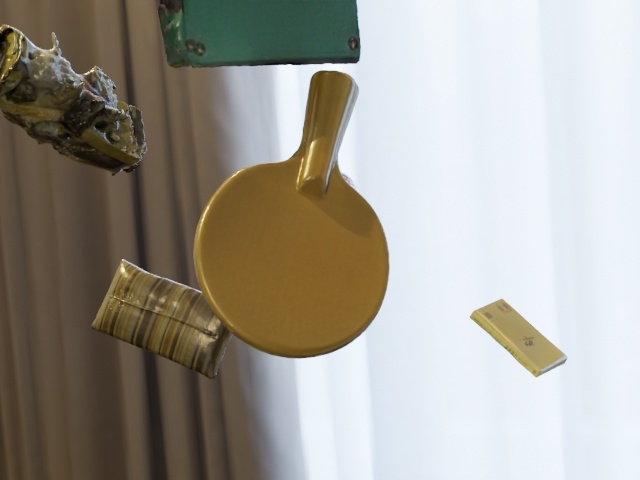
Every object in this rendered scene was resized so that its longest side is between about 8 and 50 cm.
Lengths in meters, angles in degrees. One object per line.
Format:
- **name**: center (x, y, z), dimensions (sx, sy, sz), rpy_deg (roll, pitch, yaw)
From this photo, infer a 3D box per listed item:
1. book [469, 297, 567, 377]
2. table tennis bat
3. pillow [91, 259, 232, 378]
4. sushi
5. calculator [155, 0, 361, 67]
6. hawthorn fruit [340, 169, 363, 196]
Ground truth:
- **book**: center (0.236, 0.116, 1.741), dimensions (0.111, 0.014, 0.077), rpy_deg (43, 31, 20)
- **table tennis bat**: center (-0.014, -0.033, 1.454), dimensions (0.198, 0.321, 0.050), rpy_deg (18, -26, -10)
- **pillow**: center (-0.218, 0.111, 2.069), dimensions (0.203, 0.113, 0.038), rpy_deg (20, -10, 16)
- **sushi**: center (-0.348, -0.202, 1.974), dimensions (0.131, 0.139, 0.291), rpy_deg (-30, -37, 27)
- **calculator**: center (-0.070, -0.310, 1.528), dimensions (0.248, 0.274, 0.058), rpy_deg (-11, 5, -34)
- **hawthorn fruit**: center (0.000, 0.000, 2.037), dimensions (0.179, 0.200, 0.179), rpy_deg (-32, 15, 9)
